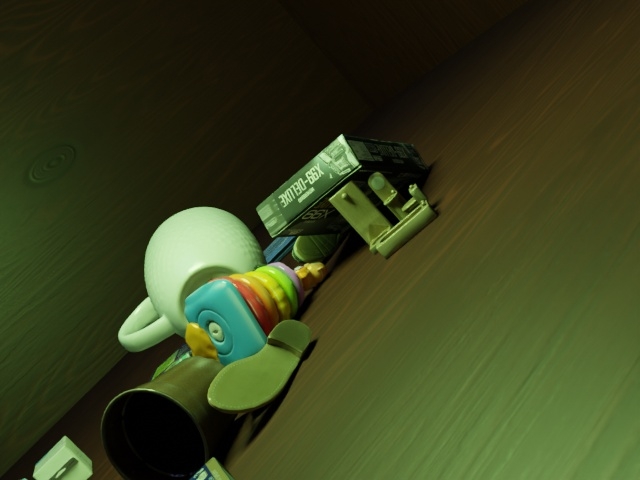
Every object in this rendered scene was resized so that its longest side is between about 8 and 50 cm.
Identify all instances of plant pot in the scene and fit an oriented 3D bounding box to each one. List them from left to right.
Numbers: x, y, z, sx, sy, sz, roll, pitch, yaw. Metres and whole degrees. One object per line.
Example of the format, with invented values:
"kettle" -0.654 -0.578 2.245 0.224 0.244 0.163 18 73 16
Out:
"plant pot" -0.203 0.258 1.199 0.167 0.167 0.165 -38 0 25

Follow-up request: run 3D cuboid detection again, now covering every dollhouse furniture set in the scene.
"dollhouse furniture set" 0.105 -0.058 1.437 0.144 0.123 0.151 -41 8 12

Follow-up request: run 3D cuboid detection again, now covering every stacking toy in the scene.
"stacking toy" -0.090 0.106 1.545 0.301 0.166 0.175 -30 -3 -42

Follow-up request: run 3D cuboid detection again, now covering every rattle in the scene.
"rattle" -0.230 0.257 1.376 0.199 0.143 0.130 -40 25 -28

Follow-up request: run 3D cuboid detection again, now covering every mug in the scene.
"mug" -0.287 0.116 1.822 0.374 0.276 0.328 -35 18 -3

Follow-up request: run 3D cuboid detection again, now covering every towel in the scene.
"towel" -0.160 0.047 2.431 0.243 0.040 0.336 -44 8 -14

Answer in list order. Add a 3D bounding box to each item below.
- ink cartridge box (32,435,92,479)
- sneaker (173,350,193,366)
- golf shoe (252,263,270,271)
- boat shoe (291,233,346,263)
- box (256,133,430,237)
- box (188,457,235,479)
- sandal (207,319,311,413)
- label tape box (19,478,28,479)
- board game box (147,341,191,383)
"ink cartridge box" -0.568 0.507 1.812 0.092 0.090 0.143 -45 10 -13
"sneaker" -0.263 0.274 1.624 0.223 0.083 0.098 -42 3 11
"golf shoe" -0.117 0.148 1.648 0.077 0.093 0.198 24 90 60
"boat shoe" 0.000 -0.001 1.826 0.073 0.080 0.223 -43 1 40
"box" 0.051 -0.105 1.662 0.242 0.077 0.307 -38 -17 27
"box" -0.189 0.364 0.979 0.225 0.036 0.136 -46 9 -13
"sandal" -0.087 0.212 1.225 0.240 0.088 0.079 -42 -27 -53
"label tape box" -0.665 0.613 1.677 0.241 0.106 0.333 -49 10 -34
"board game box" -0.324 0.303 1.877 0.208 0.056 0.347 -46 8 8
